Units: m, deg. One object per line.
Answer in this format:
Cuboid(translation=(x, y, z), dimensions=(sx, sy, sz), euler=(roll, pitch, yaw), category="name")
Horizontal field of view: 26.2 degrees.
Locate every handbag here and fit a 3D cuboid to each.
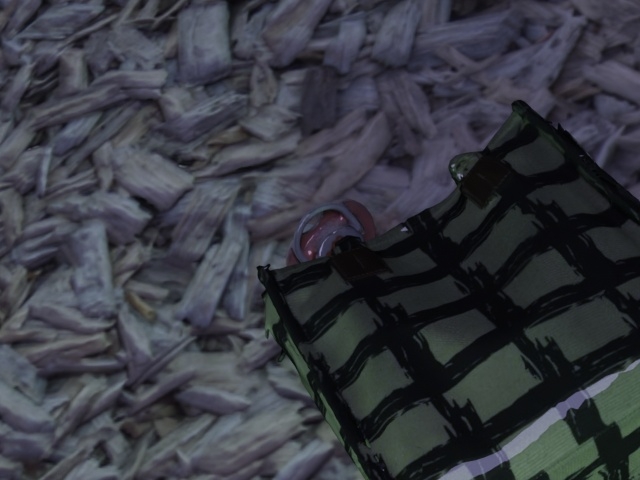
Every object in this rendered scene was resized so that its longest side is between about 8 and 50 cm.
Cuboid(translation=(0.143, 0.077, 1.118), dimensions=(0.325, 0.162, 0.327), euler=(-31, 49, -5), category="handbag")

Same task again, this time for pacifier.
Cuboid(translation=(0.000, 0.000, 1.268), dimensions=(0.099, 0.081, 0.078), euler=(-44, 29, -12), category="pacifier")
